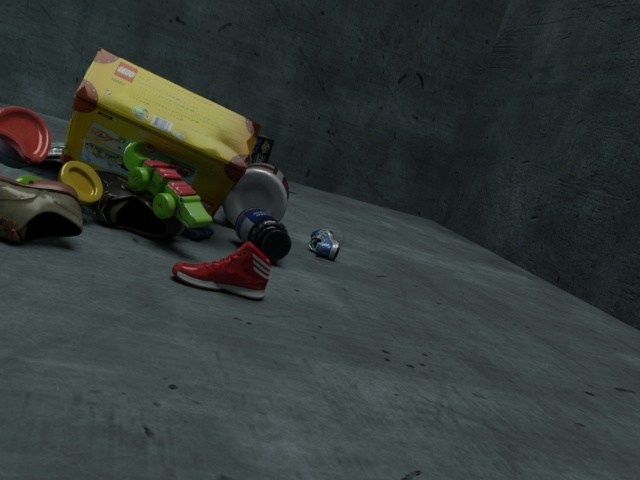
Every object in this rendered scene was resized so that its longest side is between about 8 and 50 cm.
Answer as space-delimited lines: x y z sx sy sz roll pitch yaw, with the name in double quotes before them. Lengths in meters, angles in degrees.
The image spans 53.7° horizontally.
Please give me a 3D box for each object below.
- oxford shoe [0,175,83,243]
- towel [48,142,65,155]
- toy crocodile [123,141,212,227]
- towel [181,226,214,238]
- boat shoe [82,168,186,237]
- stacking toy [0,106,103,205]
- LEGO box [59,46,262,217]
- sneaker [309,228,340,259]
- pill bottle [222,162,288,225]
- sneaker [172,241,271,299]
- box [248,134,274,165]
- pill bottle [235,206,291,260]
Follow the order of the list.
"oxford shoe" -0.673 -0.061 1.330 0.348 0.123 0.130 -4 45 -37
"towel" -0.879 -0.308 2.167 0.332 0.053 0.317 1 7 19
"toy crocodile" -0.407 -0.144 1.679 0.340 0.105 0.115 41 28 30
"towel" -0.367 -0.025 1.877 0.067 0.029 0.119 20 10 13
"boat shoe" -0.540 -0.103 1.721 0.356 0.132 0.130 18 12 3
"stacking toy" -0.732 -0.153 1.558 0.309 0.130 0.279 51 31 -18
"LEGO box" -0.485 -0.290 1.902 0.501 0.193 0.372 24 -31 -17
"sneaker" 0.000 0.000 2.209 0.081 0.080 0.211 17 9 -21
"pill bottle" -0.228 -0.168 2.314 0.224 0.224 0.392 17 10 -5
"sneaker" -0.220 0.049 1.457 0.221 0.128 0.087 14 11 -19
"box" -0.371 -0.338 2.764 0.293 0.295 0.073 7 17 -43
"pill bottle" -0.170 -0.017 1.903 0.123 0.122 0.219 12 12 -29
